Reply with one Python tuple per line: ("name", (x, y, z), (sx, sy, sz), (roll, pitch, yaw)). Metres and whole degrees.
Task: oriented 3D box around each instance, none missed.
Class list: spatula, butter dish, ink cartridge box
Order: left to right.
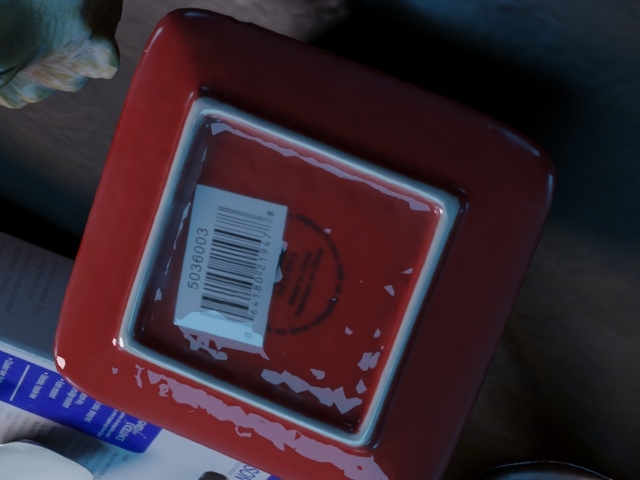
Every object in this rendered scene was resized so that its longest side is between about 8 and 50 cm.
("spatula", (-0.241, 0.102, 1.005), (0.168, 0.019, 0.242), (33, 149, -28))
("ink cartridge box", (-0.176, 0.053, 0.963), (0.333, 0.065, 0.165), (24, 151, -9))
("butter dish", (0.000, 0.000, 0.721), (0.160, 0.118, 0.160), (22, 108, 8))

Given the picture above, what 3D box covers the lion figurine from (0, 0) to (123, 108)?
("lion figurine", (-0.242, -0.180, 0.630), (0.392, 0.142, 0.240), (26, 162, 30))
